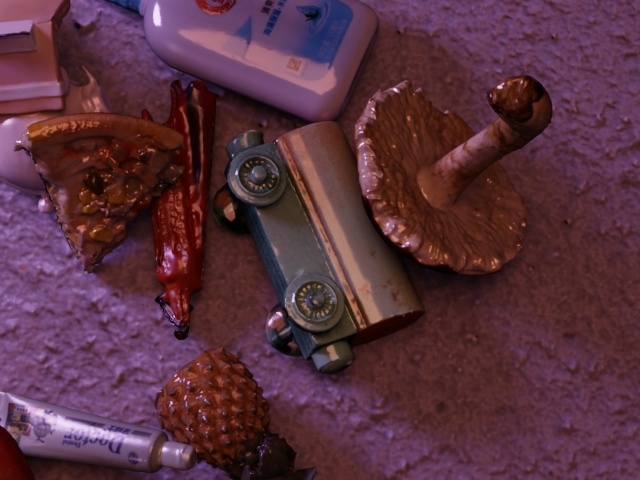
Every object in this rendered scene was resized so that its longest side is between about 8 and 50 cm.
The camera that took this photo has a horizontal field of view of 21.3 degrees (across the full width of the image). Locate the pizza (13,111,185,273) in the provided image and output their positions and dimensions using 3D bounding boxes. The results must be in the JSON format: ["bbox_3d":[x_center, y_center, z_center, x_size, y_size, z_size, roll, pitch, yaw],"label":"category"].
[{"bbox_3d":[-0.239,-0.046,1.824,0.185,0.195,0.052,1,31,-17],"label":"pizza"}]

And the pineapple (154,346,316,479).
[{"bbox_3d":[-0.050,0.237,1.761,0.130,0.119,0.277,-38,78,-5],"label":"pineapple"}]

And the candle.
[{"bbox_3d":[-0.152,-0.036,1.878,0.084,0.059,0.301,-5,73,7],"label":"candle"}]

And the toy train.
[{"bbox_3d":[0.000,0.000,1.851,0.177,0.116,0.285,-18,72,-20],"label":"toy train"}]

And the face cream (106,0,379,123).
[{"bbox_3d":[-0.111,-0.253,1.933,0.337,0.080,0.163,22,65,5],"label":"face cream"}]

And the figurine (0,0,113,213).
[{"bbox_3d":[-0.310,-0.149,1.856,0.163,0.141,0.236,-9,115,5],"label":"figurine"}]

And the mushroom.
[{"bbox_3d":[0.172,-0.065,1.777,0.233,0.302,0.208,0,94,-36],"label":"mushroom"}]

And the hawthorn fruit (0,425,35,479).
[{"bbox_3d":[-0.381,0.247,1.719,0.197,0.196,0.225,-12,67,-5],"label":"hawthorn fruit"}]

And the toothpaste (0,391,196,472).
[{"bbox_3d":[-0.244,0.208,1.774,0.255,0.037,0.067,7,76,25],"label":"toothpaste"}]
